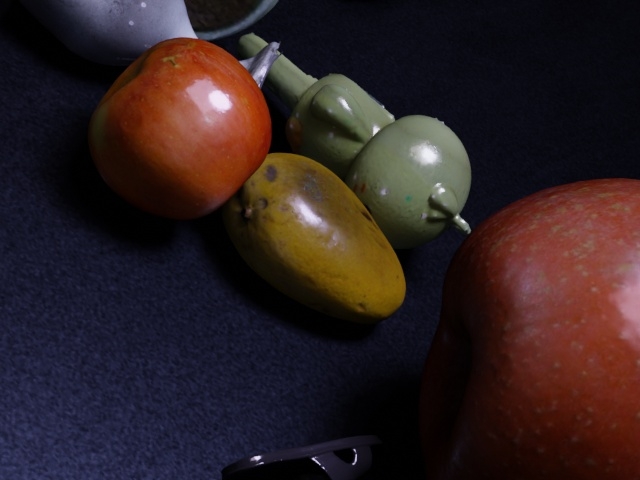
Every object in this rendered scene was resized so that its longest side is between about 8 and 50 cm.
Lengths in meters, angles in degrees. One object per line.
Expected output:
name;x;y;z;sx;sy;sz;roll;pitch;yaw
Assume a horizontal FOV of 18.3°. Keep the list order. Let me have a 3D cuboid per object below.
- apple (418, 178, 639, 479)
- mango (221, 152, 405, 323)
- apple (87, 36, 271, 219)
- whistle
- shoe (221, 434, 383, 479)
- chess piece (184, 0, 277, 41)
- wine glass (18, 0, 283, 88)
apple;0.230;0.119;1.657;0.276;0.348;0.348;6;44;-12
mango;0.000;0.000;1.792;0.195;0.098;0.137;33;31;-17
apple;-0.122;-0.095;1.737;0.139;0.163;0.163;42;34;-12
whistle;0.023;-0.086;1.910;0.294;0.141;0.141;27;32;17
shoe;-0.011;0.194;1.601;0.159;0.062;0.053;0;63;-43
chess piece;-0.101;-0.336;2.014;0.194;0.195;0.299;34;26;-7
wine glass;-0.164;-0.204;1.846;0.241;0.126;0.126;36;35;-9
